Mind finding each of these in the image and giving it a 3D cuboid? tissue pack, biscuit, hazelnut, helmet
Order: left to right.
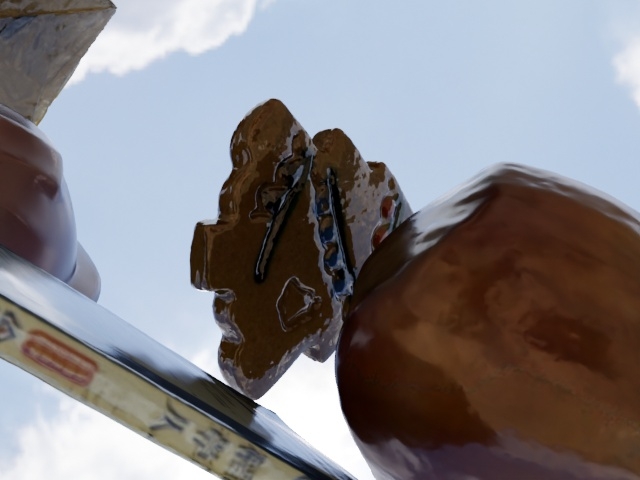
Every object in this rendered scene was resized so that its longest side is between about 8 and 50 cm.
[{"bbox_3d":[-0.360,-0.044,1.172,0.338,0.197,0.271,3,-148,-19],"label":"helmet"},{"bbox_3d":[-0.482,-0.335,1.574,0.382,0.228,0.293,35,180,45],"label":"tissue pack"},{"bbox_3d":[0.001,0.000,1.206,0.043,0.278,0.301,11,-165,43],"label":"biscuit"},{"bbox_3d":[0.181,0.111,1.055,0.366,0.365,0.366,5,-143,-3],"label":"hazelnut"}]

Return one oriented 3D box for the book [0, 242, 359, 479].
[{"bbox_3d":[-0.136,0.081,0.851,0.428,0.039,0.300,36,175,-27],"label":"book"}]
